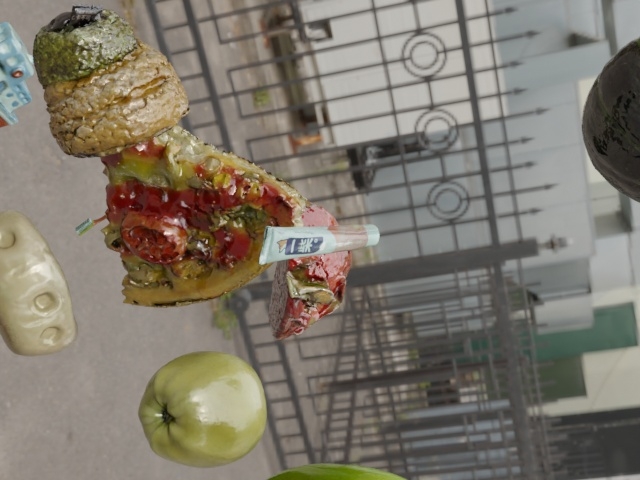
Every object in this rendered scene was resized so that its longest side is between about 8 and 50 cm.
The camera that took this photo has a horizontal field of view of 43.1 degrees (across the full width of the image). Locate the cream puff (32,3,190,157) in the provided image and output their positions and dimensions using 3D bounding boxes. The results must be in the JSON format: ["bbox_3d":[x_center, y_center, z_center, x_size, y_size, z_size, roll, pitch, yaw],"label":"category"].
[{"bbox_3d":[-0.265,-0.206,0.975,0.183,0.183,0.169,-80,154,-59],"label":"cream puff"}]

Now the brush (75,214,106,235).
[{"bbox_3d":[-0.509,-0.041,1.809,0.021,0.083,0.019,58,1,-39],"label":"brush"}]

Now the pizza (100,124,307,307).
[{"bbox_3d":[-0.276,-0.068,1.387,0.406,0.440,0.130,54,32,-16],"label":"pizza"}]

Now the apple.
[{"bbox_3d":[-0.182,0.264,1.262,0.200,0.200,0.200,-9,90,-79],"label":"apple"}]

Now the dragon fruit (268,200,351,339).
[{"bbox_3d":[-0.012,0.092,1.616,0.205,0.152,0.317,-92,-167,-48],"label":"dragon fruit"}]

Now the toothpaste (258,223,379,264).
[{"bbox_3d":[0.000,0.000,1.157,0.205,0.036,0.056,-5,115,-40],"label":"toothpaste"}]

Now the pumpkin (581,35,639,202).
[{"bbox_3d":[0.557,-0.193,1.216,0.323,0.323,0.241,64,12,-57],"label":"pumpkin"}]

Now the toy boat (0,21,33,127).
[{"bbox_3d":[-0.543,-0.320,1.231,0.145,0.133,0.332,61,-6,32],"label":"toy boat"}]

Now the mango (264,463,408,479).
[{"bbox_3d":[0.008,0.389,1.063,0.156,0.343,0.192,40,58,-31],"label":"mango"}]

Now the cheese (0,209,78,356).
[{"bbox_3d":[-0.462,0.068,1.262,0.218,0.117,0.235,12,-59,67],"label":"cheese"}]
